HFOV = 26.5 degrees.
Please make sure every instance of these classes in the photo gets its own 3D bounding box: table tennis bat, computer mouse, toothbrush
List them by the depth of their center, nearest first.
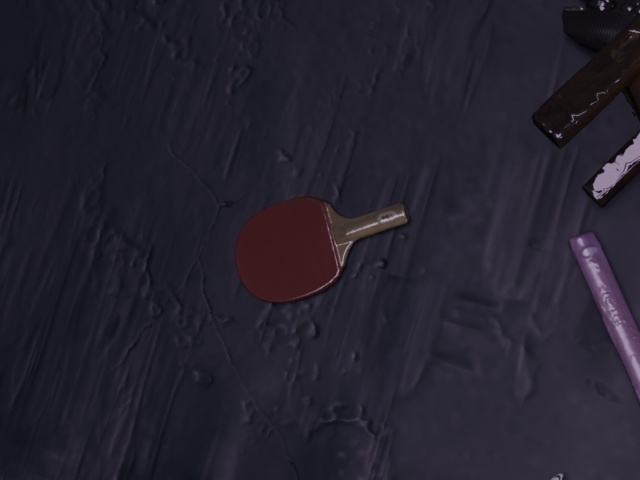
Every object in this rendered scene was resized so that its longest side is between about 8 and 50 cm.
[{"bbox_3d":[0.265,0.151,1.012,0.024,0.029,0.354,-21,72,0],"label":"toothbrush"},{"bbox_3d":[0.254,-0.176,1.072,0.135,0.047,0.079,23,86,23],"label":"computer mouse"},{"bbox_3d":[0.000,0.000,1.143,0.156,0.013,0.087,-19,72,16],"label":"table tennis bat"}]

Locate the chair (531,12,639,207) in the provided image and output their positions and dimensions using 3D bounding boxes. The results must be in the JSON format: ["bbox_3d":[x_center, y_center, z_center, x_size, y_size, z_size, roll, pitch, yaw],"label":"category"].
[{"bbox_3d":[0.375,-0.141,0.920,0.416,0.240,0.203,-45,67,7],"label":"chair"}]

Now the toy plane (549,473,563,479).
[{"bbox_3d":[0.158,0.211,1.040,0.078,0.024,0.084,41,88,22],"label":"toy plane"}]
